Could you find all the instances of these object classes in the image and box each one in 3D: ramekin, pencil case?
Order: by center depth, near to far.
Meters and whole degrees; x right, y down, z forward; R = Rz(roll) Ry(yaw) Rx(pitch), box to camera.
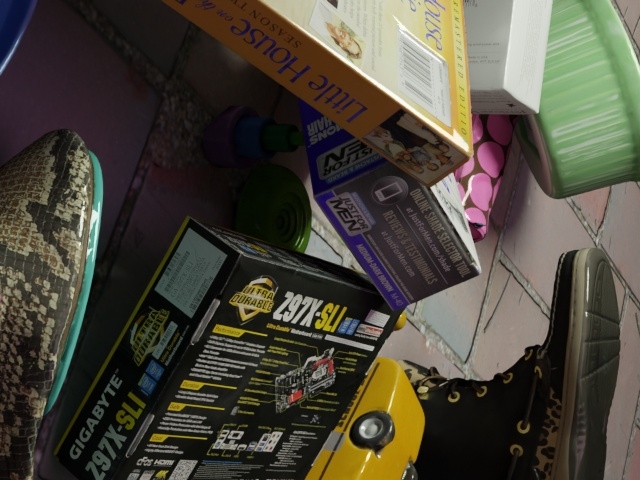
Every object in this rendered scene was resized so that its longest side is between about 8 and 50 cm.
[{"bbox_3d":[0.208,-0.100,1.736,0.098,0.095,0.209,38,59,-38],"label":"pencil case"},{"bbox_3d":[0.346,-0.205,1.775,0.303,0.148,0.303,-20,90,-87],"label":"ramekin"}]

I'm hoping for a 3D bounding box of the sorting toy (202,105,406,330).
[{"bbox_3d":[0.000,0.000,1.377,0.127,0.126,0.365,-60,141,-34],"label":"sorting toy"}]

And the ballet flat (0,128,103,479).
[{"bbox_3d":[-0.279,0.141,0.940,0.182,0.164,0.482,10,86,-38],"label":"ballet flat"}]

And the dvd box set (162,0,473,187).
[{"bbox_3d":[-0.036,-0.265,1.103,0.420,0.062,0.307,32,40,-29],"label":"dvd box set"}]

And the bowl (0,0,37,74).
[{"bbox_3d":[-0.344,-0.249,0.843,0.391,0.077,0.391,-11,103,-57],"label":"bowl"}]

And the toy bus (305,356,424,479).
[{"bbox_3d":[0.013,0.287,1.424,0.332,0.130,0.108,-60,141,-35],"label":"toy bus"}]

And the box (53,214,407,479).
[{"bbox_3d":[-0.073,0.130,1.228,0.322,0.079,0.257,18,102,-57],"label":"box"}]

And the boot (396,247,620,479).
[{"bbox_3d":[0.220,0.188,1.599,0.138,0.284,0.377,1,94,-57],"label":"boot"}]

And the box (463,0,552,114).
[{"bbox_3d":[0.182,-0.259,1.585,0.119,0.181,0.181,17,79,-57],"label":"box"}]

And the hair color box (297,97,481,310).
[{"bbox_3d":[0.058,-0.115,1.321,0.185,0.110,0.338,54,16,-40],"label":"hair color box"}]
